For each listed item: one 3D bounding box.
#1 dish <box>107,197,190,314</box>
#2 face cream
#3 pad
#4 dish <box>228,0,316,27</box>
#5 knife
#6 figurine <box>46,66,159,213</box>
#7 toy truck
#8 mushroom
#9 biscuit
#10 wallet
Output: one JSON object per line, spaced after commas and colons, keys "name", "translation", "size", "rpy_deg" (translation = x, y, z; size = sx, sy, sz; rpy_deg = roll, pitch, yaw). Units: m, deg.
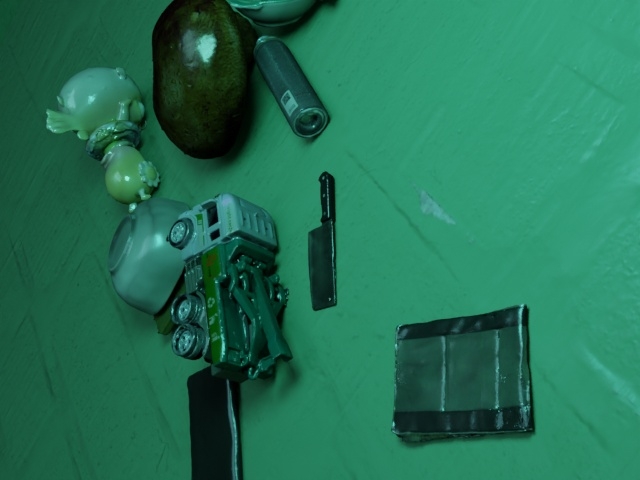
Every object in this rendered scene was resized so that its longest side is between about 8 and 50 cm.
{"name": "dish", "translation": [-0.373, 0.021, 1.780], "size": [0.256, 0.117, 0.256], "rpy_deg": [-42, 37, 42]}
{"name": "face cream", "translation": [-0.065, -0.307, 1.614], "size": [0.073, 0.073, 0.283], "rpy_deg": [-50, 44, 25]}
{"name": "pad", "translation": [0.192, 0.187, 1.170], "size": [0.233, 0.022, 0.174], "rpy_deg": [-18, 62, 43]}
{"name": "dish", "translation": [-0.076, -0.475, 1.655], "size": [0.246, 0.224, 0.078], "rpy_deg": [16, 134, 26]}
{"name": "knife", "translation": [0.000, 0.000, 1.466], "size": [0.072, 0.019, 0.245], "rpy_deg": [-20, 63, 45]}
{"name": "figurine", "translation": [-0.515, -0.236, 1.996], "size": [0.226, 0.275, 0.394], "rpy_deg": [-43, 65, 35]}
{"name": "toy truck", "translation": [-0.154, 0.090, 1.507], "size": [0.178, 0.177, 0.363], "rpy_deg": [-33, 53, 27]}
{"name": "mushroom", "translation": [-0.246, -0.329, 1.708], "size": [0.239, 0.345, 0.345], "rpy_deg": [-9, 64, 7]}
{"name": "biscuit", "translation": [-0.261, 0.048, 1.736], "size": [0.322, 0.038, 0.099], "rpy_deg": [-59, 36, 15]}
{"name": "wallet", "translation": [-0.198, 0.368, 1.551], "size": [0.146, 0.030, 0.285], "rpy_deg": [-28, 57, 37]}
